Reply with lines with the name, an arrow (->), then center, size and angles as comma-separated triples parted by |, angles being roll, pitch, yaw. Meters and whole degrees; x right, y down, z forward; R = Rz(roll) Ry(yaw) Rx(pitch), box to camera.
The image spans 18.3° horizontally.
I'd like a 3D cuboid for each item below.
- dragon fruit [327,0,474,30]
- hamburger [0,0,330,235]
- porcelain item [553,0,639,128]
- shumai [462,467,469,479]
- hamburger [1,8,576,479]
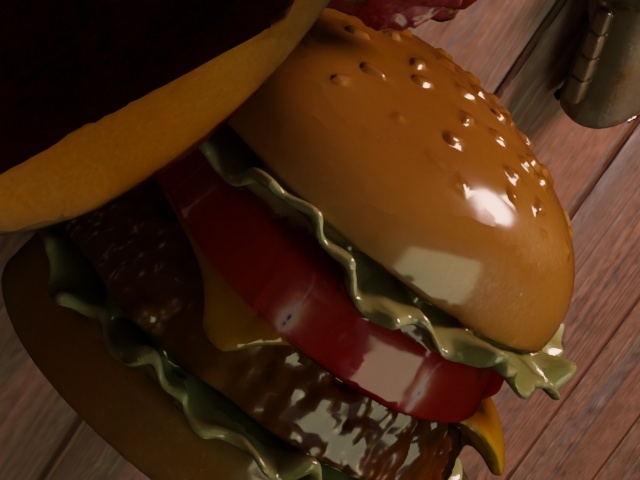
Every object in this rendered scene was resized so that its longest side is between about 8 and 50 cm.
dragon fruit -> 0.055, -0.144, 0.835 | 0.153, 0.153, 0.111 | -51, 141, 4
hamburger -> -0.106, -0.144, 0.698 | 0.302, 0.170, 0.302 | -35, 154, -20
porcelain item -> 0.205, -0.167, 1.267 | 0.084, 0.054, 0.213 | -34, 151, -33
shumai -> 0.007, 0.220, 1.353 | 0.203, 0.222, 0.272 | -38, 136, 14
hamburger -> 0.000, 0.000, 0.946 | 0.212, 0.274, 0.274 | -52, 154, 13
